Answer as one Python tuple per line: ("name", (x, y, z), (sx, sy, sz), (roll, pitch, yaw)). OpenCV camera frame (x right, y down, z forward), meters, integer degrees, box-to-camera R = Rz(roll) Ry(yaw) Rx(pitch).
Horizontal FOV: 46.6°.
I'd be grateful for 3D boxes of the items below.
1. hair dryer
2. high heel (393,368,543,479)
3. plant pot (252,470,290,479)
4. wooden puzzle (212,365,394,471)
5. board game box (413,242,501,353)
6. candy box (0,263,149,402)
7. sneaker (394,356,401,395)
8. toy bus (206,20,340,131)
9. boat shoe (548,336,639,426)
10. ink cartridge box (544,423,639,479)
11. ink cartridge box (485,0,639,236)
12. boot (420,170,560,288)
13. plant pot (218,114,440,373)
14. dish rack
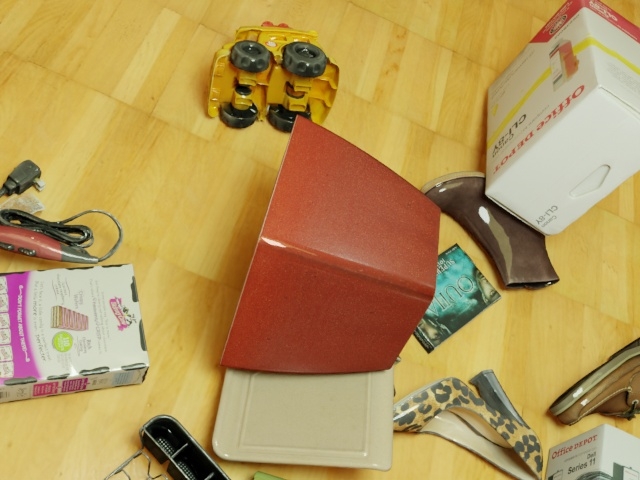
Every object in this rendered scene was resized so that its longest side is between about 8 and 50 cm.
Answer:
("hair dryer", (-0.429, -0.017, 0.980), (0.224, 0.080, 0.293), (32, 41, 20))
("high heel", (0.217, 0.299, 1.103), (0.261, 0.093, 0.186), (-7, 58, -36))
("plant pot", (-0.060, 0.344, 0.981), (0.079, 0.083, 0.083), (25, 54, 7))
("wooden puzzle", (-0.017, 0.217, 1.045), (0.239, 0.044, 0.220), (5, 46, 1))
("board game box", (0.210, 0.095, 1.266), (0.186, 0.026, 0.126), (-30, 75, -34))
("candy box", (-0.358, 0.121, 0.984), (0.234, 0.071, 0.159), (-4, 61, -23))
("sneaker", (0.079, 0.233, 1.105), (0.071, 0.066, 0.188), (23, 56, -10))
("toy bus", (-0.098, -0.315, 1.320), (0.220, 0.149, 0.211), (0, 48, -20))
("boat shoe", (0.516, 0.246, 1.253), (0.307, 0.110, 0.104), (-22, 71, -31))
("ink cartridge box", (0.398, 0.394, 1.091), (0.087, 0.153, 0.208), (27, 53, -5))
("ink cartridge box", (0.447, -0.239, 1.354), (0.160, 0.279, 0.384), (30, 40, -13))
("boot", (0.307, -0.015, 1.332), (0.249, 0.090, 0.206), (4, 58, -25))
("plant pot", (0.024, 0.033, 1.036), (0.236, 0.267, 0.267), (17, 44, -5))
("dish rack", (-0.225, 0.372, 0.891), (0.208, 0.074, 0.271), (46, 55, 8))
